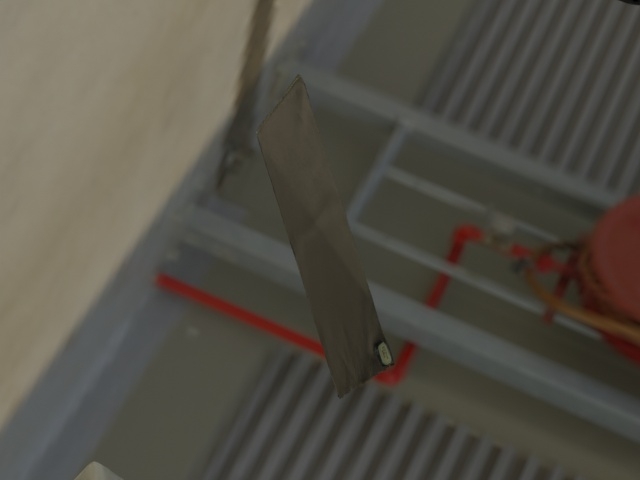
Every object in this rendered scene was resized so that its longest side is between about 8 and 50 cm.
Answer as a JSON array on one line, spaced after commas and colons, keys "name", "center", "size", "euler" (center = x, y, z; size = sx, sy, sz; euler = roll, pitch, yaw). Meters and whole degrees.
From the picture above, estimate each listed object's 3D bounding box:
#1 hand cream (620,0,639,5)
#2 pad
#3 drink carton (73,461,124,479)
[{"name": "hand cream", "center": [0.214, -0.163, 1.050], "size": [0.122, 0.036, 0.023], "euler": [140, -61, -71]}, {"name": "pad", "center": [0.000, 0.000, 1.139], "size": [0.116, 0.004, 0.193], "euler": [135, -61, -66]}, {"name": "drink carton", "center": [-0.213, 0.340, 1.256], "size": [0.324, 0.132, 0.194], "euler": [-49, -160, 6]}]
